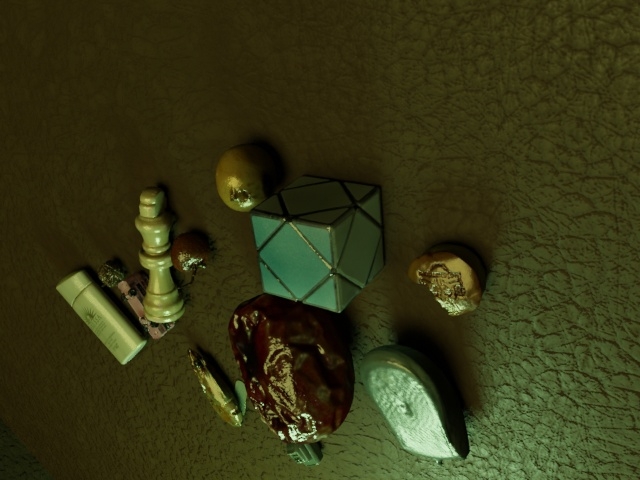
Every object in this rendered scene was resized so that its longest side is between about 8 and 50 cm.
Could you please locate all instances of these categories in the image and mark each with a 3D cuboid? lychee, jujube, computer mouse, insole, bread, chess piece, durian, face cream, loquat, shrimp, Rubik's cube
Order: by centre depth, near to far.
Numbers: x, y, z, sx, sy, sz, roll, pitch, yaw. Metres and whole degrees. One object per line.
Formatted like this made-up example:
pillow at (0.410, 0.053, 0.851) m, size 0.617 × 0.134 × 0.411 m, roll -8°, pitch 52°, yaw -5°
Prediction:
bread at (0.265, 0.070, 1.312) m, size 0.156 × 0.086 × 0.125 m, roll 44°, pitch 132°, yaw 5°
Rubik's cube at (0.000, 0.000, 1.380) m, size 0.205 × 0.207 × 0.205 m, roll 11°, pitch 121°, yaw 30°
loquat at (-0.166, -0.140, 1.459) m, size 0.137 × 0.163 × 0.163 m, roll -15°, pitch 108°, yaw 19°
computer mouse at (0.226, 0.368, 1.500) m, size 0.188 × 0.122 × 0.371 m, roll -4°, pitch 120°, yaw 41°
jujube at (-0.063, 0.295, 1.573) m, size 0.276 × 0.276 × 0.377 m, roll -25°, pitch 97°, yaw 42°
lychee at (-0.344, 0.047, 1.720) m, size 0.101 × 0.114 × 0.140 m, roll 158°, pitch 95°, yaw -72°
chess piece at (-0.450, 0.036, 1.797) m, size 0.117 × 0.117 × 0.397 m, roll 18°, pitch 124°, yaw 27°
durian at (-0.640, 0.104, 1.988) m, size 0.080 × 0.091 × 0.080 m, roll 26°, pitch 152°, yaw 15°
shrimp at (-0.329, 0.450, 1.992) m, size 0.154 × 0.062 × 0.294 m, roll -12°, pitch 107°, yaw 53°
insole at (-0.252, 0.492, 1.999) m, size 0.064 × 0.004 × 0.188 m, roll 30°, pitch 130°, yaw 16°
face cream at (-0.718, 0.239, 2.129) m, size 0.348 × 0.081 × 0.173 m, roll 49°, pitch 133°, yaw 1°

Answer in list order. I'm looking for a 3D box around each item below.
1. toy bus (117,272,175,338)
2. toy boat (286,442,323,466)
toy bus at (-0.518, 0.193, 1.951) m, size 0.063 × 0.090 × 0.203 m, roll -25°, pitch 99°, yaw 43°
toy boat at (-0.092, 0.536, 1.854) m, size 0.078 × 0.085 × 0.260 m, roll -30°, pitch 96°, yaw 44°
